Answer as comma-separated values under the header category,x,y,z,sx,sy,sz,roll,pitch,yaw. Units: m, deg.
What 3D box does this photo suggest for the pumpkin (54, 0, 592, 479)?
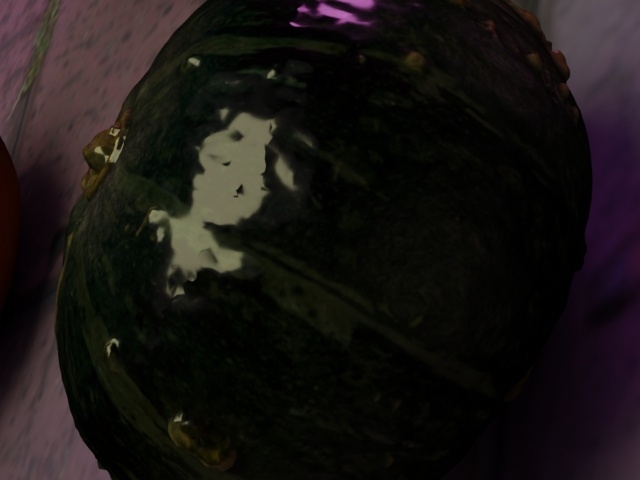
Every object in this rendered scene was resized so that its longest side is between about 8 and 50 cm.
category,x,y,z,sx,sy,sz,roll,pitch,yaw
pumpkin,0.000,0.000,0.475,0.190,0.146,0.190,-43,34,39

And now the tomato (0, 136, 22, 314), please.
category,x,y,z,sx,sy,sz,roll,pitch,yaw
tomato,-0.298,-0.004,0.901,0.255,0.256,0.224,-98,26,-48
